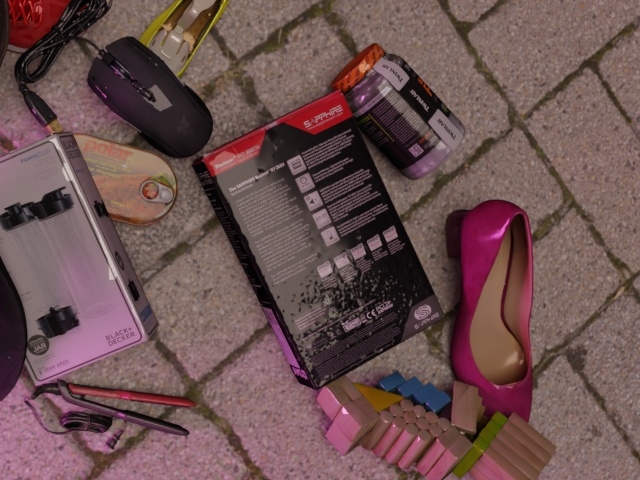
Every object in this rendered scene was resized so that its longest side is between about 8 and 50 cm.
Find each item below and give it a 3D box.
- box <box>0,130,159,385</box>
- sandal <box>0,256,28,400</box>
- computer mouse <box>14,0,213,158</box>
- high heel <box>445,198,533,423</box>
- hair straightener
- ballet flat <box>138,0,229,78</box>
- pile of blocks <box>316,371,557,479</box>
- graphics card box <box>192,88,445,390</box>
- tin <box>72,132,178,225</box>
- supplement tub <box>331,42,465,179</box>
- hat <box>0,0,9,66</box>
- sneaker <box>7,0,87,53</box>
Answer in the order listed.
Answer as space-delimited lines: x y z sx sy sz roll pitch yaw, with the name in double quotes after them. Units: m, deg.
-0.347 0.020 1.298 0.169 0.087 0.289 -24 97 5 "box"
-0.458 0.017 1.165 0.168 0.107 0.445 -4 115 -1 "sandal"
-0.275 -0.186 1.323 0.184 0.060 0.262 -42 109 -4 "computer mouse"
0.274 0.127 1.486 0.127 0.181 0.377 -17 95 -18 "high heel"
-0.289 0.245 1.364 0.231 0.047 0.089 11 86 -18 "hair straightener"
-0.193 -0.293 1.386 0.077 0.077 0.231 36 79 -16 "ballet flat"
0.162 0.291 1.492 0.362 0.112 0.149 22 44 -4 "pile of blocks"
0.000 0.000 1.442 0.233 0.094 0.370 -29 97 -17 "graphics card box"
-0.291 -0.084 1.374 0.190 0.040 0.106 16 89 -17 "tin"
0.112 -0.191 1.469 0.190 0.117 0.117 45 76 -14 "supplement tub"
-0.540 -0.247 1.170 0.332 0.134 0.331 2 104 7 "hat"
-0.404 -0.293 1.287 0.221 0.128 0.086 -9 92 -19 "sneaker"
